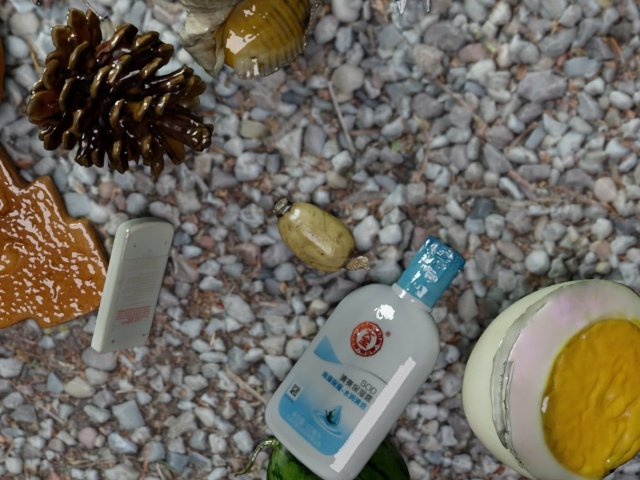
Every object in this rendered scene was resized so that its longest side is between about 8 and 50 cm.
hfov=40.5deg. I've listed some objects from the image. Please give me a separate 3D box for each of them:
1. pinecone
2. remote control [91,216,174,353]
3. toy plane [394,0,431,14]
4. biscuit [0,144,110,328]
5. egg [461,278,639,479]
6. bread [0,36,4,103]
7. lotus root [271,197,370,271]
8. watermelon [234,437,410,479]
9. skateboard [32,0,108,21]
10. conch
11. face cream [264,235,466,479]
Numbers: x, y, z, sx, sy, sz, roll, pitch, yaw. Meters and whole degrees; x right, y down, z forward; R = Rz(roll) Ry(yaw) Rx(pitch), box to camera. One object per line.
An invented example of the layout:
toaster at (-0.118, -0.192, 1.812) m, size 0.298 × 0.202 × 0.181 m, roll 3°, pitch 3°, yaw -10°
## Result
pinecone at (-0.228, -0.166, 1.031) m, size 0.212 × 0.168 × 0.185 m, roll 11°, pitch 131°, yaw -4°
remote control at (-0.249, 0.059, 1.153) m, size 0.029 × 0.087 × 0.190 m, roll 29°, pitch 112°, yaw 32°
toy plane at (0.117, -0.316, 1.049) m, size 0.083 × 0.031 × 0.078 m, roll -40°, pitch 103°, yaw 13°
biscuit at (-0.412, 0.017, 1.161) m, size 0.306 × 0.043 × 0.284 m, roll 24°, pitch 104°, yaw -9°
egg at (0.308, 0.174, 1.142) m, size 0.286 × 0.174 × 0.264 m, roll -27°, pitch 104°, yaw -18°
bread at (-0.488, -0.237, 1.027) m, size 0.195 × 0.142 × 0.269 m, roll -7°, pitch 110°, yaw 6°
lotus root at (0.000, 0.000, 1.138) m, size 0.152 × 0.063 × 0.072 m, roll 32°, pitch 96°, yaw -5°
watermelon at (0.015, 0.357, 1.222) m, size 0.232 × 0.127 × 0.204 m, roll 39°, pitch 108°, yaw -5°
skateboard at (-0.308, -0.290, 1.069) m, size 0.083 × 0.032 × 0.064 m, roll 43°, pitch 114°, yaw -10°
conch at (-0.091, -0.281, 1.006) m, size 0.178 × 0.163 × 0.245 m, roll 31°, pitch 137°, yaw 7°
face cream at (0.072, 0.146, 1.143) m, size 0.163 × 0.080 × 0.336 m, roll 37°, pitch 92°, yaw 32°
